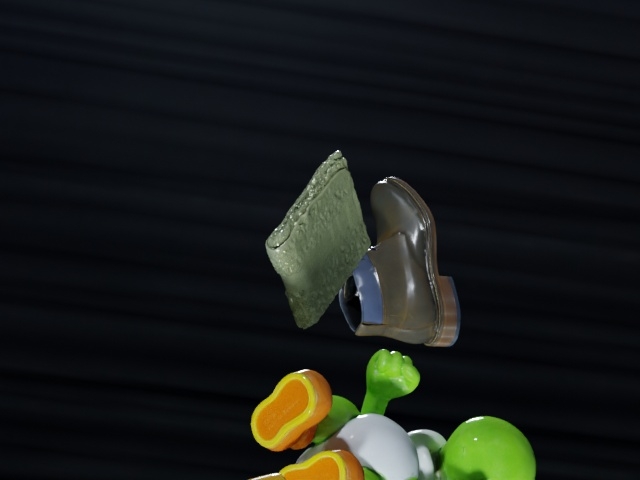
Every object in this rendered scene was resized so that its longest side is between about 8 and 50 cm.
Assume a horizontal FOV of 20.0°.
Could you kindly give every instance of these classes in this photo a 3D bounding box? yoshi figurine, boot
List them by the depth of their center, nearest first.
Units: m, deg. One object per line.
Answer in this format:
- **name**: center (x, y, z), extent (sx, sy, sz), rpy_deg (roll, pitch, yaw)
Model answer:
- **boot**: center (0.063, 0.016, 1.869), extent (0.082, 0.106, 0.219), rpy_deg (113, 148, -41)
- **yoshi figurine**: center (0.109, 0.240, 2.024), extent (0.203, 0.362, 0.203), rpy_deg (17, 88, 42)

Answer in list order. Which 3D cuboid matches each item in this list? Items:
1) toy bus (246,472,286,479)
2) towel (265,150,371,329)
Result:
- **toy bus**: center (-0.170, 0.288, 1.365), extent (0.130, 0.333, 0.108), rpy_deg (96, 154, -55)
- **towel**: center (0.000, 0.000, 1.665), extent (0.148, 0.027, 0.110), rpy_deg (-57, -42, -42)
